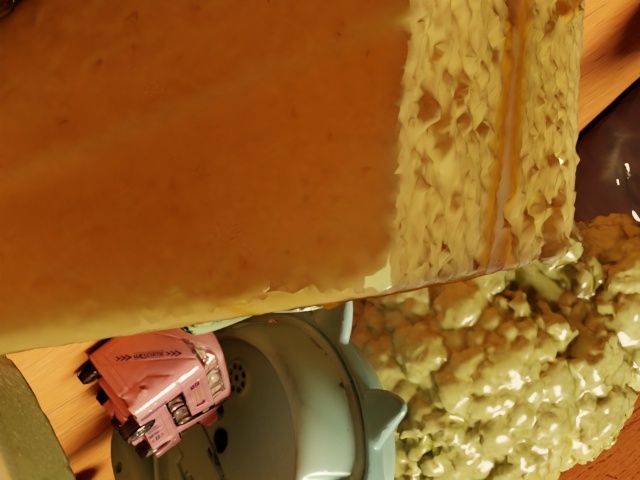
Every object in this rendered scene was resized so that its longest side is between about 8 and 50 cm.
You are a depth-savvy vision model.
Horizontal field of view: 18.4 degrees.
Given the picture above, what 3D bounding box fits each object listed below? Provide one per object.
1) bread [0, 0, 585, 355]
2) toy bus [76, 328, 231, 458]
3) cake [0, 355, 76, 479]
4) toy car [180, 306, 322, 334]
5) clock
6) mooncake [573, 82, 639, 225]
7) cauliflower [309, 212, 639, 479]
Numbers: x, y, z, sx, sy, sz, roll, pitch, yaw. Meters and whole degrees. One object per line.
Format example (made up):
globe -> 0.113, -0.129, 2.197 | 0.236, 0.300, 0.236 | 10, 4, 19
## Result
bread -> -0.077, -0.064, 0.816 | 0.405, 0.242, 0.346 | -5, 177, 6
toy bus -> -0.109, 0.097, 1.350 | 0.090, 0.063, 0.203 | -37, 170, -9
cake -> -0.253, 0.209, 1.034 | 0.284, 0.172, 0.158 | -38, 169, 13
toy car -> 0.000, 0.000, 1.246 | 0.224, 0.076, 0.090 | -32, 170, -34
clock -> -0.043, 0.159, 1.472 | 0.094, 0.223, 0.274 | 3, 136, -39
mooncake -> 0.409, -0.082, 2.033 | 0.381, 0.212, 0.350 | -28, 173, -37
cauliflower -> 0.117, 0.067, 1.573 | 0.327, 0.260, 0.281 | -13, -160, 0
